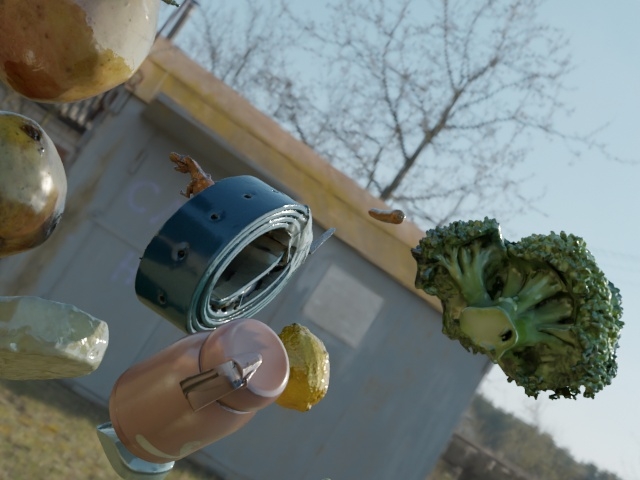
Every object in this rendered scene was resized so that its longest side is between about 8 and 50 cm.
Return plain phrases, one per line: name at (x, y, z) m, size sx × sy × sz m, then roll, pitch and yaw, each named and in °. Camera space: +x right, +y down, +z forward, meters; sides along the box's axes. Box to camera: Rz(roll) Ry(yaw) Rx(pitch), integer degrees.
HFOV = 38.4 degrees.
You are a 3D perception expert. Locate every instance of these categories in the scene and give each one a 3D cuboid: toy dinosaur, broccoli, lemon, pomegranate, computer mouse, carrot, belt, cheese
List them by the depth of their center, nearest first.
broccoli at (0.319, 0.085, 1.445) m, size 0.375 × 0.249 × 0.302 m, roll 44°, pitch -4°, yaw 18°
pomegranate at (-0.435, -0.408, 1.549) m, size 0.338 × 0.338 × 0.338 m, roll 32°, pitch -6°, yaw 4°
pomegranate at (-0.579, -0.094, 1.573) m, size 0.281 × 0.281 × 0.281 m, roll 32°, pitch -6°, yaw 4°
cheese at (-0.589, 0.198, 1.822) m, size 0.318 × 0.115 × 0.326 m, roll -4°, pitch -22°, yaw 13°
lemon at (-0.050, 0.255, 1.858) m, size 0.142 × 0.187 × 0.142 m, roll -3°, pitch -23°, yaw -1°
belt at (-0.184, 0.031, 1.908) m, size 0.173 × 0.300 × 0.436 m, roll 30°, pitch 31°, yaw 17°
computer mouse at (-0.383, 0.425, 1.915) m, size 0.128 × 0.079 × 0.231 m, roll 7°, pitch 15°, yaw -34°
carrot at (0.156, -0.062, 2.275) m, size 0.037 × 0.037 × 0.190 m, roll 35°, pitch -9°, yaw -21°
toy dinosaur at (-0.301, -0.088, 2.637) m, size 0.432 × 0.097 × 0.208 m, roll 44°, pitch -32°, yaw 29°

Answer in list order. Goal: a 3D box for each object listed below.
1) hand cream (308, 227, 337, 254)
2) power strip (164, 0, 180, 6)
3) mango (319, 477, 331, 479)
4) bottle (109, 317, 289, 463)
hand cream at (0.000, 0.000, 2.161) m, size 0.019 × 0.093 × 0.030 m, roll 49°, pitch -12°, yaw -18°
power strip at (-0.250, -0.558, 1.788) m, size 0.061 × 0.215 × 0.145 m, roll 30°, pitch 8°, yaw -14°
mango at (-0.001, 0.627, 2.026) m, size 0.086 × 0.191 × 0.122 m, roll 3°, pitch 22°, yaw 27°
bottle at (-0.191, 0.235, 1.424) m, size 0.206 × 0.297 × 0.173 m, roll -21°, pitch 83°, yaw -53°
